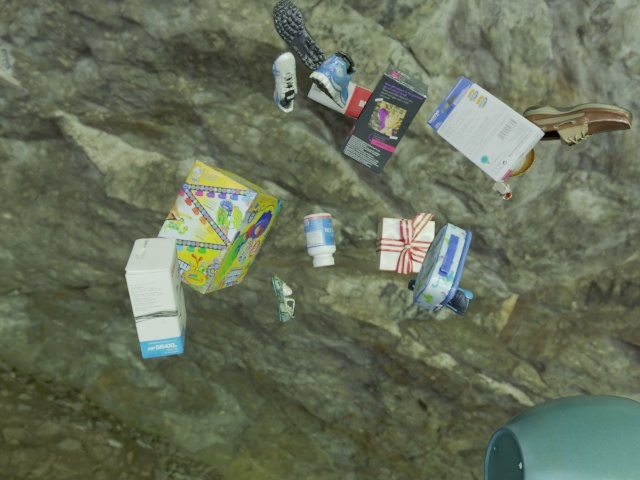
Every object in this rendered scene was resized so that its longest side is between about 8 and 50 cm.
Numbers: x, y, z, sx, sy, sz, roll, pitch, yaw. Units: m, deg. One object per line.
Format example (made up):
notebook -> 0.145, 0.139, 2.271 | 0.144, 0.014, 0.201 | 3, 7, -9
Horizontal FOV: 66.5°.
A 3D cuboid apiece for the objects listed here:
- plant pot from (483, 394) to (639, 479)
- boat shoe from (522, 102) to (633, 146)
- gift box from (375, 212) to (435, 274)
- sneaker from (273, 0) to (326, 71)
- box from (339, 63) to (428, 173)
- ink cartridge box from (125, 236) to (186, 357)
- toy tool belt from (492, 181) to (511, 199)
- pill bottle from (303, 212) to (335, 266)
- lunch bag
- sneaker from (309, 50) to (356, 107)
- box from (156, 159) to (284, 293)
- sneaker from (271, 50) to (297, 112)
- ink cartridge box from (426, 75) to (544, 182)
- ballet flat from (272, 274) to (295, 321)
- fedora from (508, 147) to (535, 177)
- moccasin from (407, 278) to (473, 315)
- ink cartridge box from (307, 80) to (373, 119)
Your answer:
plant pot -> 0.375, 0.376, 0.756 | 0.195, 0.290, 0.290 | 11, -15, -4
boat shoe -> 0.801, -0.357, 1.552 | 0.324, 0.120, 0.122 | 12, -6, 46
gift box -> 0.380, 0.017, 2.111 | 0.276, 0.255, 0.258 | -1, -3, 2
sneaker -> -0.080, -0.753, 1.826 | 0.283, 0.107, 0.124 | 58, 11, -10
box -> 0.191, -0.365, 1.469 | 0.143, 0.165, 0.270 | 29, -60, -4
ink cartridge box -> -0.334, 0.114, 1.011 | 0.086, 0.203, 0.148 | -4, 28, -10
toy tool belt -> 0.650, -0.175, 1.725 | 0.051, 0.052, 0.083 | 17, 29, -49
pill bottle -> 0.000, 0.000, 2.104 | 0.124, 0.222, 0.124 | -8, -5, -1
lunch bag -> 0.327, 0.074, 1.315 | 0.090, 0.219, 0.176 | 22, -27, 5
sneaker -> 0.068, -0.562, 1.694 | 0.130, 0.147, 0.330 | 41, 10, 0
box -> -0.265, -0.034, 1.299 | 0.177, 0.279, 0.290 | 30, 6, 7
sneaker -> -0.108, -0.511, 1.581 | 0.086, 0.085, 0.237 | 55, -17, 18
ink cartridge box -> 0.491, -0.341, 1.486 | 0.065, 0.186, 0.311 | 2, 40, -54
ballet flat -> -0.128, 0.205, 1.759 | 0.070, 0.070, 0.188 | 14, -57, 40
fedora -> 0.695, -0.330, 1.809 | 0.194, 0.194, 0.079 | 18, -13, 30
moccasin -> 0.470, 0.232, 2.022 | 0.137, 0.117, 0.342 | 17, -4, -24
ink cartridge box -> 0.151, -0.603, 2.095 | 0.272, 0.130, 0.309 | 34, 22, 26
